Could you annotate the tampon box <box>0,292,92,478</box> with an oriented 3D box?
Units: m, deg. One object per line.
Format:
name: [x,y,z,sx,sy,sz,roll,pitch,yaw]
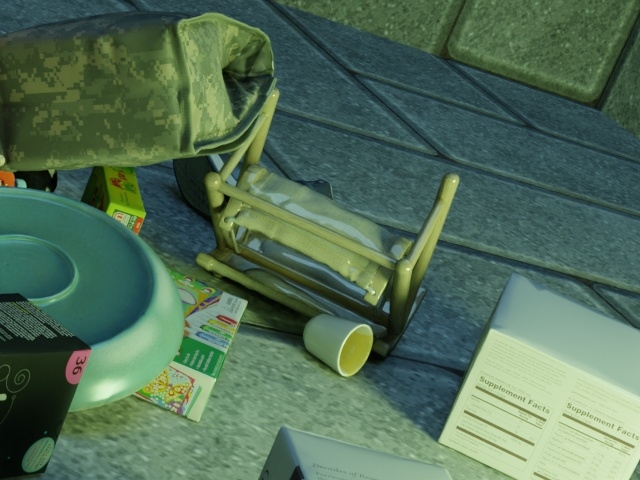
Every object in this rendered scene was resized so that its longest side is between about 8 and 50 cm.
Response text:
tampon box: [-0.285,0.117,1.340,0.101,0.120,0.161,33,19,32]

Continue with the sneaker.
sneaker: [-0.084,-0.068,2.245,0.163,0.086,0.226,-8,43,-42]

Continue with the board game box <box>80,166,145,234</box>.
board game box: [-0.241,-0.028,1.915,0.043,0.092,0.181,19,17,-17]

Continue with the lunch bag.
lunch bag: [-0.197,-0.168,1.846,0.235,0.169,0.287,-3,10,19]

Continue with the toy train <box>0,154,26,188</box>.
toy train: [-0.377,-0.025,1.710,0.166,0.125,0.046,0,-6,-45]

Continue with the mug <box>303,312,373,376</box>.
mug: [0.016,0.118,1.898,0.064,0.078,0.062,23,46,32]

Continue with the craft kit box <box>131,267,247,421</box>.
craft kit box: [-0.209,0.073,1.714,0.246,0.061,0.250,20,16,-2]

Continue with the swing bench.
swing bench: [0.000,0.000,1.970,0.253,0.255,0.165,25,54,9]

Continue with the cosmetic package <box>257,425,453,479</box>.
cosmetic package: [0.028,0.260,1.265,0.151,0.151,0.184,17,16,-20]

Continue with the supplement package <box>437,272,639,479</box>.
supplement package: [0.266,0.167,1.902,0.204,0.145,0.262,25,16,6]

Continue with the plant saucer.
plant saucer: [-0.278,0.039,1.564,0.317,0.044,0.318,11,35,-8]

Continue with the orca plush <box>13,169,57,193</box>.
orca plush: [-0.387,-0.080,1.815,0.151,0.102,0.287,16,20,41]
